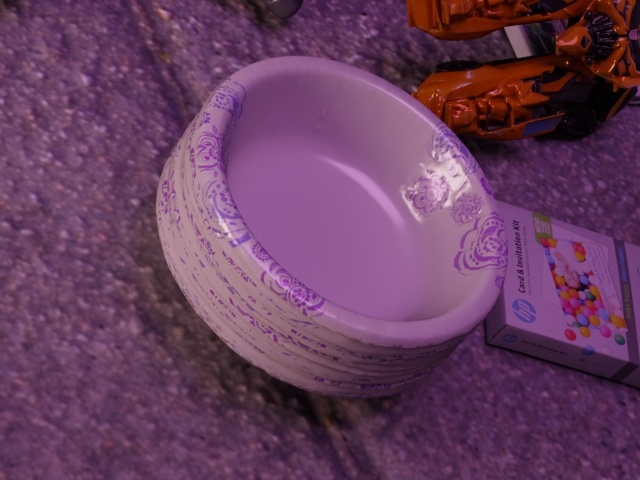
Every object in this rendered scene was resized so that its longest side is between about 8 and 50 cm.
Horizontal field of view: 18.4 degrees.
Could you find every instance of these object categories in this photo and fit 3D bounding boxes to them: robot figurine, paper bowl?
[{"bbox_3d":[0.212,-0.189,1.891,0.291,0.211,0.085,-13,19,-31],"label":"robot figurine"},{"bbox_3d":[0.000,0.000,1.615,0.284,0.148,0.284,17,48,-20],"label":"paper bowl"}]

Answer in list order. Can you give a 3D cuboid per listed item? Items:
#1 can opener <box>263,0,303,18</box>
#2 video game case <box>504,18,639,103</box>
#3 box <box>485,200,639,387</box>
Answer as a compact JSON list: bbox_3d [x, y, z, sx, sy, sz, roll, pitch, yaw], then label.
[{"bbox_3d":[-0.057,-0.326,1.908,0.093,0.074,0.280,49,33,-42],"label":"can opener"},{"bbox_3d":[0.264,-0.228,2.058,0.183,0.023,0.201,0,57,-33],"label":"video game case"},{"bbox_3d":[0.236,0.052,1.806,0.186,0.038,0.145,17,48,-20],"label":"box"}]
